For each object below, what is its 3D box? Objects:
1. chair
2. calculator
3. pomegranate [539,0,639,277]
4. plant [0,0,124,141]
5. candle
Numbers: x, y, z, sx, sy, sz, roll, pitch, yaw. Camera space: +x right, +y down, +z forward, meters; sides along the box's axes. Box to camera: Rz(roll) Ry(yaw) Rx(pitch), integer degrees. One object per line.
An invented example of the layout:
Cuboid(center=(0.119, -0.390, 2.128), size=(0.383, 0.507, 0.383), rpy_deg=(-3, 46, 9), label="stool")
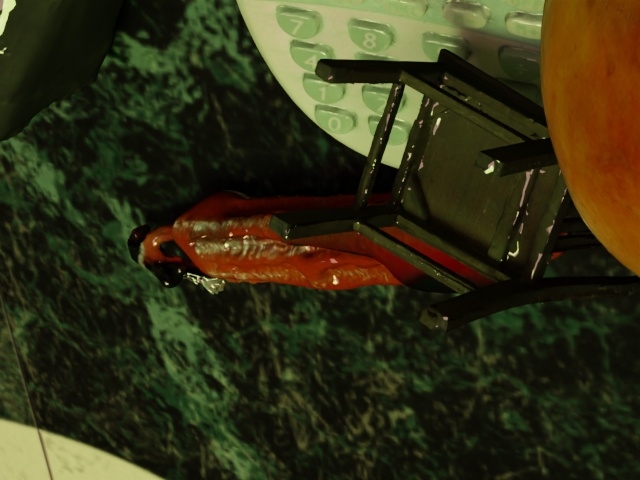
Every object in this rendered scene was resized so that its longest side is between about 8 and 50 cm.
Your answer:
Cuboid(center=(0.090, -0.025, 0.693), size=(0.101, 0.212, 0.084), rpy_deg=(33, 115, 33), label="chair")
Cuboid(center=(0.041, -0.131, 0.695), size=(0.184, 0.042, 0.295), rpy_deg=(13, 145, 17), label="calculator")
Cuboid(center=(0.210, -0.057, 0.555), size=(0.252, 0.229, 0.270), rpy_deg=(-5, 129, 28), label="pomegranate")
Cuboid(center=(-0.186, -0.142, 0.829), size=(0.164, 0.142, 0.256), rpy_deg=(46, 131, -3), label="plant")
Cuboid(center=(0.000, 0.000, 0.847), size=(0.302, 0.059, 0.084), rpy_deg=(-1, 162, 39), label="candle")
